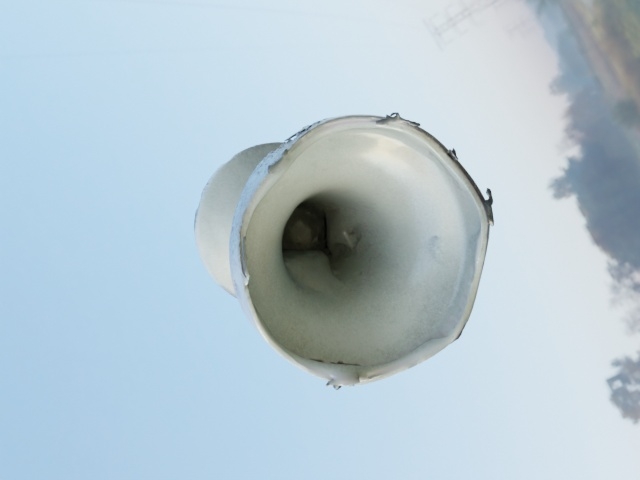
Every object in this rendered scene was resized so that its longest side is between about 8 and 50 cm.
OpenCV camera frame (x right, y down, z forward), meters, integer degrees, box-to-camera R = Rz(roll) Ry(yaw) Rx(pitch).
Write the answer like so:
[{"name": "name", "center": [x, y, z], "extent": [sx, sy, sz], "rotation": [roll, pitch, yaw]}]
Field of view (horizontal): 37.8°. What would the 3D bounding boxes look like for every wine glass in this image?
[{"name": "wine glass", "center": [0.000, 0.000, 0.629], "extent": [0.165, 0.165, 0.196], "rotation": [54, 167, -14]}]
